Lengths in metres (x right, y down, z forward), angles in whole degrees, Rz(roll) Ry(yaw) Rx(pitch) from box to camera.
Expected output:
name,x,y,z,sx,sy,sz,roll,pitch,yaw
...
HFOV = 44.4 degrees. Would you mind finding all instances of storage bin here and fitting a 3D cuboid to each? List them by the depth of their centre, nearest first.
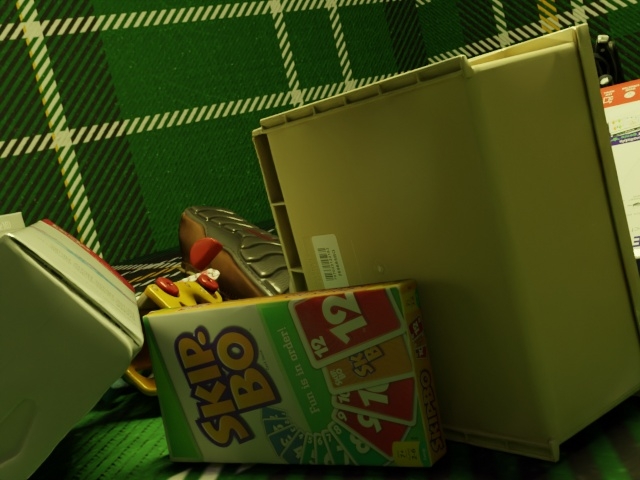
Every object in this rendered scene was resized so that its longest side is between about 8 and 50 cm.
name,x,y,z,sx,sy,sz,roll,pitch,yaw
storage bin,0.086,0.006,0.601,0.123,0.262,0.260,-21,10,-36

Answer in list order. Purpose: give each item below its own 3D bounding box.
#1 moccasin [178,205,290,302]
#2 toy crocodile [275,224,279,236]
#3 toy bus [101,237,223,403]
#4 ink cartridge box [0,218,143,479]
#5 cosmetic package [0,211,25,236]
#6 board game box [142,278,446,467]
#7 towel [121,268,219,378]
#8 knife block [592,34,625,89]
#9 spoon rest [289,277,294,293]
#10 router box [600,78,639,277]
name,x,y,z,sx,sy,sz,roll,pitch,yaw
moccasin,-0.108,0.061,1.090,0.139,0.147,0.380,2,15,-38
toy crocodile,0.000,0.000,1.202,0.115,0.105,0.340,-14,-9,-8
toy bus,-0.145,0.108,0.873,0.202,0.104,0.191,-40,-16,-32
ink cartridge box,-0.271,0.104,0.663,0.226,0.131,0.306,-49,11,-8
cosmetic package,-0.391,0.092,0.937,0.107,0.238,0.127,-13,7,4
board game box,-0.038,0.105,0.593,0.259,0.124,0.039,-9,2,35
towel,-0.208,0.116,0.968,0.197,0.029,0.144,-24,-30,-58
knife block,0.369,-0.122,1.030,0.088,0.275,0.242,-10,5,29
spoon rest,0.040,0.017,0.945,0.084,0.137,0.276,29,21,12
router box,0.240,-0.039,0.866,0.335,0.082,0.301,-10,37,32
